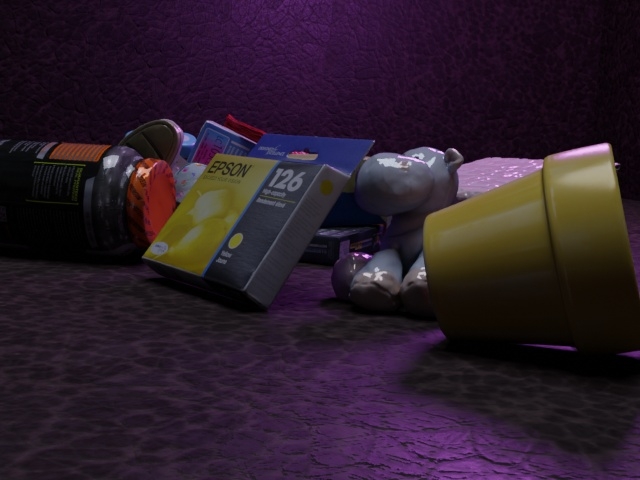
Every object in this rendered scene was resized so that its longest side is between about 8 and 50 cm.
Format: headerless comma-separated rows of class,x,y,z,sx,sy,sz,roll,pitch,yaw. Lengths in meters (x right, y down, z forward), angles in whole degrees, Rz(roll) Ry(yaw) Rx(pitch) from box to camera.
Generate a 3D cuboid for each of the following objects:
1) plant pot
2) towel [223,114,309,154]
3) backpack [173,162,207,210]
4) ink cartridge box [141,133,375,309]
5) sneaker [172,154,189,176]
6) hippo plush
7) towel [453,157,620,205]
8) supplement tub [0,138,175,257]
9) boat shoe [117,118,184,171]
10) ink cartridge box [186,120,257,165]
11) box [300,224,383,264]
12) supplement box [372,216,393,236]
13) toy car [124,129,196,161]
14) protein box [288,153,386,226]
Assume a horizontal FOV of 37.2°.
plant pot,0.260,0.025,1.175,0.239,0.254,0.254,-10,3,18
towel,-0.073,-0.204,2.169,0.275,0.031,0.199,22,6,-39
backpack,-0.211,-0.072,1.848,0.182,0.115,0.152,26,58,33
ink cartridge box,-0.104,-0.058,1.474,0.072,0.307,0.304,41,-18,-34
sneaker,-0.324,-0.114,2.016,0.083,0.118,0.222,7,23,-28
hippo plush,0.165,-0.021,1.429,0.294,0.236,0.234,-3,9,-37
towel,0.375,-0.108,1.889,0.332,0.053,0.317,7,19,44
supplement tub,-0.451,-0.076,1.741,0.338,0.207,0.207,5,7,12
boat shoe,-0.357,-0.120,1.881,0.113,0.302,0.103,47,24,13
ink cartridge box,-0.116,-0.135,2.245,0.395,0.151,0.270,24,5,-7
box,0.000,0.000,1.905,0.183,0.059,0.233,6,8,24
supplement box,0.188,-0.037,2.099,0.188,0.104,0.081,0,8,-27
toy car,-0.401,-0.121,2.375,0.210,0.219,0.238,2,36,-14
protein box,0.004,-0.107,1.970,0.200,0.136,0.201,-3,9,-28
